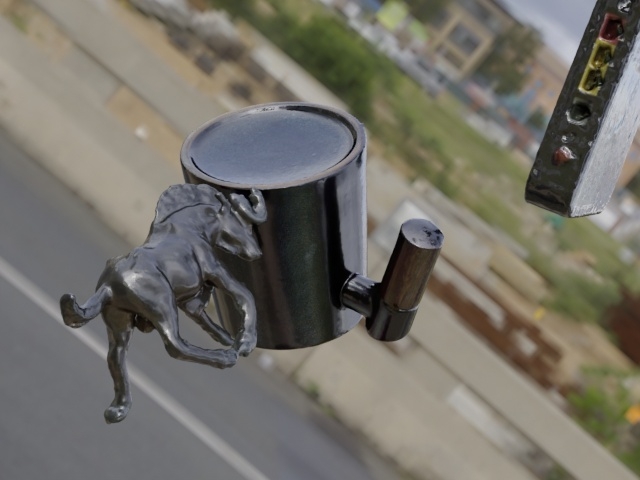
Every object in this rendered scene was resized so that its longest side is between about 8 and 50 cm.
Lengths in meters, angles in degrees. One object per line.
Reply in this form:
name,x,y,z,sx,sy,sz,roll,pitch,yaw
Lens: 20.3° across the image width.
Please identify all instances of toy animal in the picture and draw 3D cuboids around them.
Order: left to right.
toy animal,-0.123,0.041,1.434,0.233,0.084,0.148,-33,101,-44

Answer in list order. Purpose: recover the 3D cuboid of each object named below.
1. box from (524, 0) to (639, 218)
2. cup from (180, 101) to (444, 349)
box,0.301,-0.192,1.764,0.058,0.350,0.211,24,9,17
cup,-0.017,0.004,1.587,0.239,0.166,0.177,38,-39,50
